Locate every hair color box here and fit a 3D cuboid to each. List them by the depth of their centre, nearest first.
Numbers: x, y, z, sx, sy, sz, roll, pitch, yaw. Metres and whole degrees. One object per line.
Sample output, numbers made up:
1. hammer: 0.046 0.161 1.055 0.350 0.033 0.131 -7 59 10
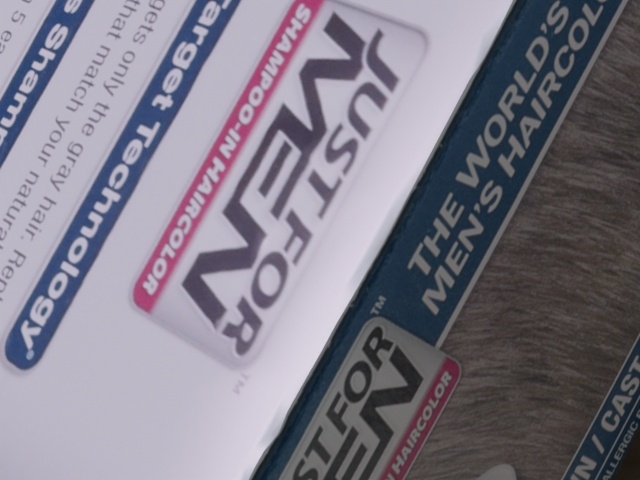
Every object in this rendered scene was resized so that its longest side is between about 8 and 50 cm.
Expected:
1. hair color box: -0.065 -0.038 0.474 0.347 0.105 0.174 27 87 46
